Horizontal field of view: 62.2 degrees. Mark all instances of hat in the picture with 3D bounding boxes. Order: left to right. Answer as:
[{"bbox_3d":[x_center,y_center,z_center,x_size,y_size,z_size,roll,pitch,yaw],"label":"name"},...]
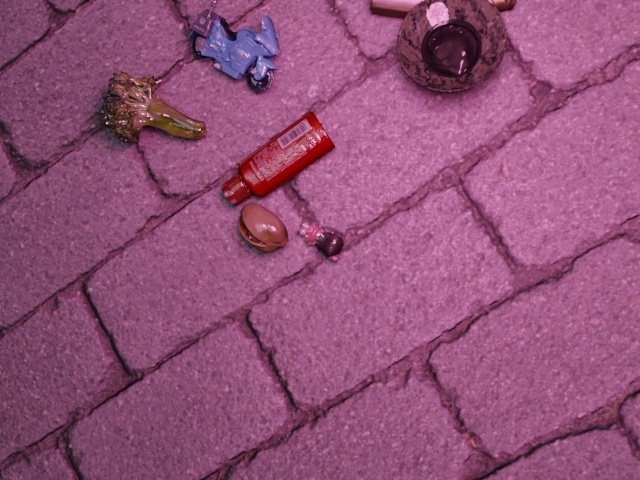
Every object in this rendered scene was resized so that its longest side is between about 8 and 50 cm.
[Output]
[{"bbox_3d":[0.315,-0.454,1.283,0.266,0.128,0.265,-3,80,15],"label":"hat"}]

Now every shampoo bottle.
[{"bbox_3d":[-0.116,-0.204,1.390,0.314,0.076,0.118,-35,84,9],"label":"shampoo bottle"},{"bbox_3d":[0.301,-0.614,1.310,0.351,0.084,0.125,6,91,10],"label":"shampoo bottle"}]

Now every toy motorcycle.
[{"bbox_3d":[-0.216,-0.523,1.394,0.272,0.124,0.182,31,105,9],"label":"toy motorcycle"}]

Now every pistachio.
[{"bbox_3d":[-0.152,-0.036,1.384,0.113,0.113,0.149,-40,75,8],"label":"pistachio"}]

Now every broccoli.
[{"bbox_3d":[-0.451,-0.356,1.451,0.275,0.177,0.198,2,52,-16],"label":"broccoli"}]

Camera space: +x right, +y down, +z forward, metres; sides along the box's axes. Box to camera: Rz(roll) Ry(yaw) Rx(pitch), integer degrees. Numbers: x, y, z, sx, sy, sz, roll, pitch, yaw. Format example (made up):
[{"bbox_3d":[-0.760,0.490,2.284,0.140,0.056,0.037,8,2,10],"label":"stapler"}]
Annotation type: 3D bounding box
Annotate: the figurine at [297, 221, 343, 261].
[{"bbox_3d":[0.000,0.000,1.376,0.129,0.054,0.072,27,98,12],"label":"figurine"}]
